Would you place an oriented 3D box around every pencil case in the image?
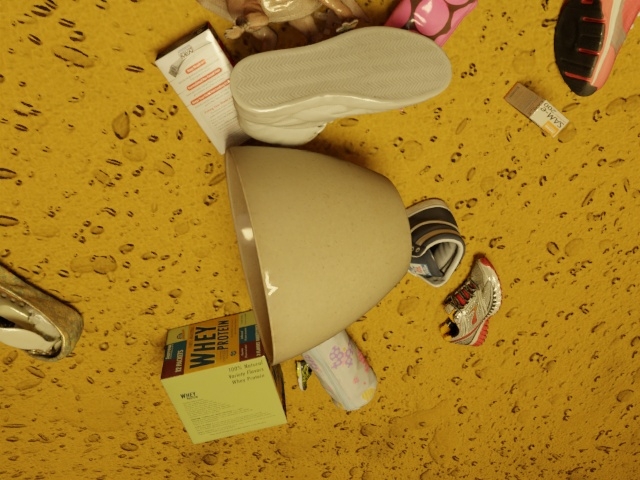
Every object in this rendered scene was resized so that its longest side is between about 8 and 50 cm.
[{"bbox_3d":[0.021,0.231,1.088,0.113,0.124,0.273,-26,124,7],"label":"pencil case"},{"bbox_3d":[0.141,-0.299,0.780,0.098,0.095,0.209,40,115,8],"label":"pencil case"}]

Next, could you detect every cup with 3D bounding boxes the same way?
[{"bbox_3d":[0.000,0.000,0.828,0.236,0.331,0.331,-13,125,-13],"label":"cup"}]

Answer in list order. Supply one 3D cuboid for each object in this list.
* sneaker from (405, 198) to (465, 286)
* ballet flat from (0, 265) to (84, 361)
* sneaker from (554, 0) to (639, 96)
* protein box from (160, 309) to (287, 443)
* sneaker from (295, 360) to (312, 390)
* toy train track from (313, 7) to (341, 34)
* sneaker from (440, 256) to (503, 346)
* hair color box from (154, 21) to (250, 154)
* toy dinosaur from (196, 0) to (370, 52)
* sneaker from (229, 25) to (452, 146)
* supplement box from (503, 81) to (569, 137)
[{"bbox_3d":[0.127,0.040,0.961,0.282,0.153,0.099,-31,122,11],"label":"sneaker"},{"bbox_3d":[-0.571,0.102,0.903,0.123,0.123,0.348,-41,120,17],"label":"ballet flat"},{"bbox_3d":[0.445,-0.365,0.775,0.136,0.116,0.314,-8,124,-7],"label":"sneaker"},{"bbox_3d":[-0.187,0.274,1.070,0.199,0.136,0.201,-13,125,-1],"label":"protein box"},{"bbox_3d":[-0.034,0.301,1.178,0.035,0.031,0.083,-10,124,-4],"label":"sneaker"},{"bbox_3d":[0.019,-0.342,0.775,0.048,0.014,0.083,8,121,-15],"label":"toy train track"},{"bbox_3d":[0.308,0.135,1.096,0.092,0.088,0.225,1,123,-9],"label":"sneaker"},{"bbox_3d":[-0.158,-0.225,0.798,0.093,0.053,0.167,-28,125,8],"label":"hair color box"},{"bbox_3d":[-0.063,-0.344,0.696,0.295,0.127,0.201,-13,84,-18],"label":"toy dinosaur"},{"bbox_3d":[0.021,-0.208,0.749,0.292,0.169,0.108,-7,85,-8],"label":"sneaker"},{"bbox_3d":[0.350,-0.215,0.866,0.062,0.098,0.036,28,114,-25],"label":"supplement box"}]
